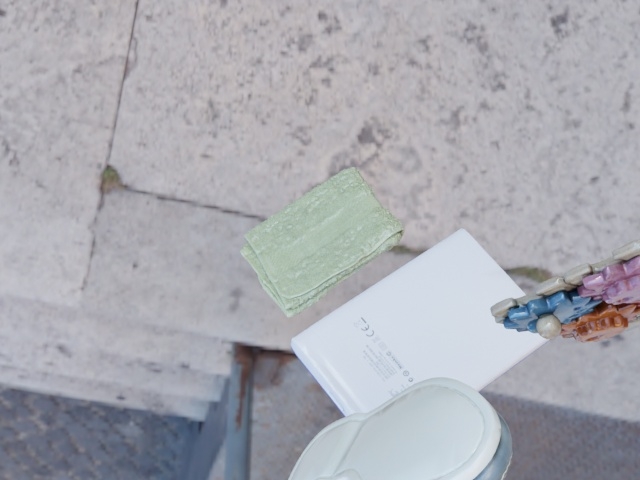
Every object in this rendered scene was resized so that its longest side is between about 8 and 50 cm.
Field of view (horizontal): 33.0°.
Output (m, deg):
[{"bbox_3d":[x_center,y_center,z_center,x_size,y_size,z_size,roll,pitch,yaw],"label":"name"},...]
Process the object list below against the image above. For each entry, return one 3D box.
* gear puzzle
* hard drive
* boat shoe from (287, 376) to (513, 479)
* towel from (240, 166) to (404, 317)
[{"bbox_3d":[0.314,0.068,1.010,0.339,0.044,0.175,9,150,-45],"label":"gear puzzle"},{"bbox_3d":[0.147,0.140,1.539,0.318,0.210,0.040,-32,157,-21],"label":"hard drive"},{"bbox_3d":[0.077,0.195,0.898,0.099,0.116,0.319,38,152,-11],"label":"boat shoe"},{"bbox_3d":[0.000,0.000,1.076,0.148,0.110,0.027,-36,149,0],"label":"towel"}]
